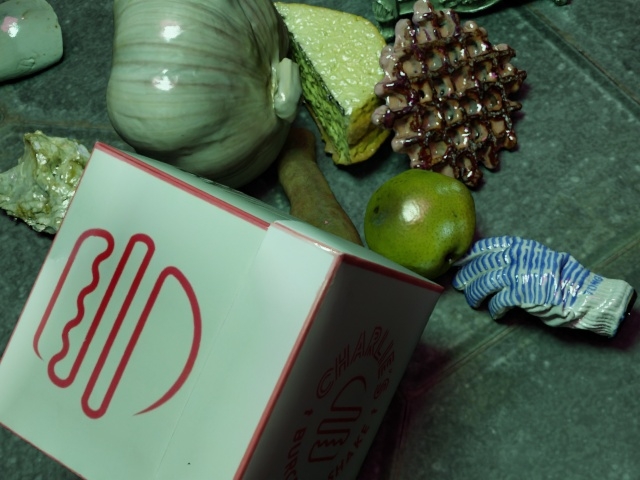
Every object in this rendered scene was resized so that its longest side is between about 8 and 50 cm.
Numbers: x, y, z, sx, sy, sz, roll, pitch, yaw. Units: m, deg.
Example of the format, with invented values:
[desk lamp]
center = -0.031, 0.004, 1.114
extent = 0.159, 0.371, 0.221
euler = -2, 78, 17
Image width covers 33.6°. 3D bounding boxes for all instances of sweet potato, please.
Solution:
[sweet potato]
center = 0.000, 0.000, 1.316
extent = 0.109, 0.109, 0.385
euler = -17, 58, -1

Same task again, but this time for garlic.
[garlic]
center = -0.152, -0.216, 1.351
extent = 0.241, 0.322, 0.322
euler = -13, 58, -3

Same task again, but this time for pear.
[pear]
center = 0.110, -0.023, 1.285
extent = 0.141, 0.104, 0.141
euler = -14, 71, 45

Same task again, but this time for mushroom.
[mushroom]
center = -0.494, -0.279, 1.572
extent = 0.225, 0.093, 0.116
euler = -28, 80, -13

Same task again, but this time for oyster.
[oyster]
center = -0.379, -0.077, 1.442
extent = 0.191, 0.081, 0.163
euler = -22, 63, 0

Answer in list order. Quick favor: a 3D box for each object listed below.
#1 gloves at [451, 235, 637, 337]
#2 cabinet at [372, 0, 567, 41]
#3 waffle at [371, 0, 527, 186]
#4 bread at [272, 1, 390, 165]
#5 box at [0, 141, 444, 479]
[gloves]
center = 0.259, 0.050, 1.258
extent = 0.229, 0.097, 0.119
euler = 11, 29, 24
[cabinet]
center = 0.184, -0.475, 1.445
extent = 0.289, 0.318, 0.227
euler = -12, 57, 2
[waffle]
center = 0.165, -0.185, 1.371
extent = 0.221, 0.055, 0.234
euler = 28, 70, -22
[bread]
center = 0.033, -0.227, 1.433
extent = 0.134, 0.129, 0.260
euler = -25, 60, -15
[box]
center = -0.100, 0.111, 1.092
extent = 0.300, 0.314, 0.312
euler = 25, 93, 25
